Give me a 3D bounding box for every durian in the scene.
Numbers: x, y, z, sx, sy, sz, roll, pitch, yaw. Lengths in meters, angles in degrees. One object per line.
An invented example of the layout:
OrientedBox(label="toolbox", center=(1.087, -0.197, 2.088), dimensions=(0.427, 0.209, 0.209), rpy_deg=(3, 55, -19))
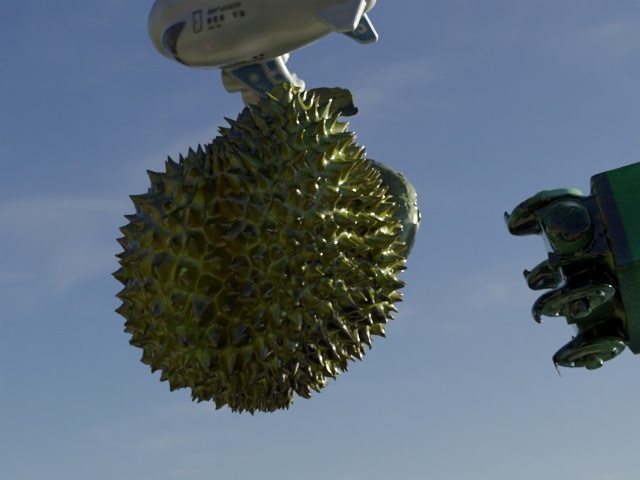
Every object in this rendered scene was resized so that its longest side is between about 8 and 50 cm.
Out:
OrientedBox(label="durian", center=(-0.032, 0.008, 0.788), dimensions=(0.198, 0.159, 0.146), rpy_deg=(-54, -32, 14))

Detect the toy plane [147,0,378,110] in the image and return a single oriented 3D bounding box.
OrientedBox(label="toy plane", center=(-0.065, -0.238, 1.438), dimensions=(0.267, 0.122, 0.267), rpy_deg=(11, -46, 12))

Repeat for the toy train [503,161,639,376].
OrientedBox(label="toy train", center=(0.283, 0.023, 1.238), dimensions=(0.202, 0.120, 0.301), rpy_deg=(-16, -25, 11))

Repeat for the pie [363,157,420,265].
OrientedBox(label="pie", center=(0.000, 0.000, 1.184), dimensions=(0.187, 0.187, 0.041), rpy_deg=(-12, -43, 29))
